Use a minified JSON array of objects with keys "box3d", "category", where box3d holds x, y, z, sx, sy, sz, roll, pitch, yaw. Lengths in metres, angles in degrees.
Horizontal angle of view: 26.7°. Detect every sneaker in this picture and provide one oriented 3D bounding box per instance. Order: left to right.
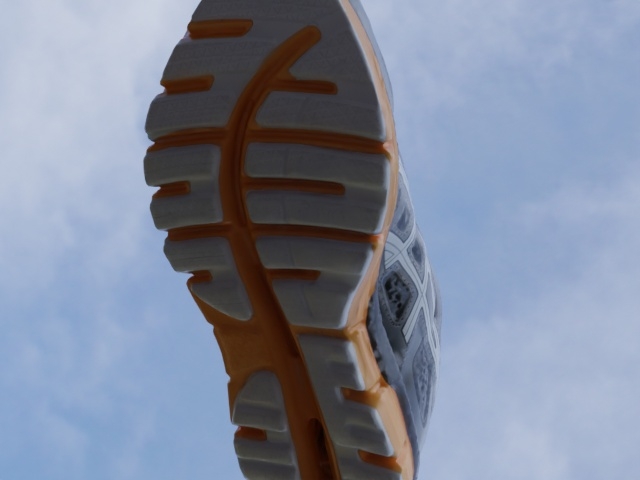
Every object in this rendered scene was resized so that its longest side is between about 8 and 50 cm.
[{"box3d":[0.000,0.000,0.464,0.084,0.083,0.215,8,-58,22],"category":"sneaker"}]
